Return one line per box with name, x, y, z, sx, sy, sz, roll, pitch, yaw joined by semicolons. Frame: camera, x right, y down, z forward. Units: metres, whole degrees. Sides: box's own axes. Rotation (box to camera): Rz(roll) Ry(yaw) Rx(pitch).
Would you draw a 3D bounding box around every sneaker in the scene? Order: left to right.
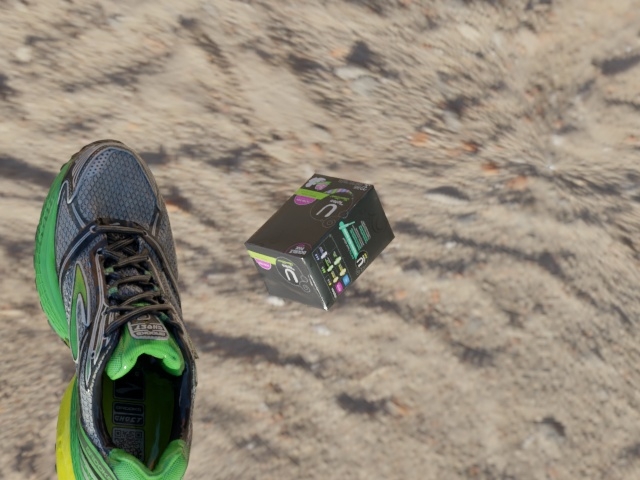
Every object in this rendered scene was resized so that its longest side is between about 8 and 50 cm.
sneaker;-0.159;0.069;1.108;0.134;0.146;0.343;0;70;-28

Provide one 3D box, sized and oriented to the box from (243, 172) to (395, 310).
box;0.000;0.000;0.914;0.062;0.083;0.052;14;140;43
